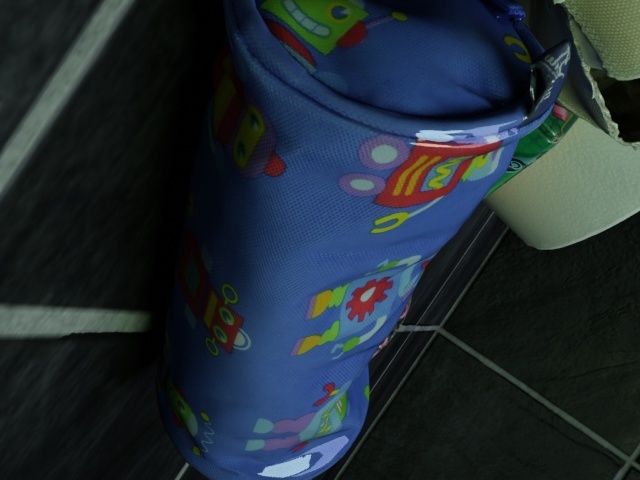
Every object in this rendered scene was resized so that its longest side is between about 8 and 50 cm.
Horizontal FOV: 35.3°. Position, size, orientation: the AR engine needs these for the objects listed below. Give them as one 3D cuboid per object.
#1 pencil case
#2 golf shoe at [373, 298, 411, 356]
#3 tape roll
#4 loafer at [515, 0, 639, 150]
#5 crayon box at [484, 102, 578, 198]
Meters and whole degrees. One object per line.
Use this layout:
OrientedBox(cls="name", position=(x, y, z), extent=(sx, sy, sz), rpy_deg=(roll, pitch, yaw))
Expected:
OrientedBox(cls="pencil case", position=(0.000, 0.000, 0.457), extent=(0.133, 0.119, 0.306), rpy_deg=(-22, 152, -29))
OrientedBox(cls="golf shoe", position=(0.006, 0.092, 0.864), extent=(0.186, 0.067, 0.086), rpy_deg=(-46, 175, 6))
OrientedBox(cls="tape roll", position=(0.255, -0.154, 0.678), extent=(0.392, 0.072, 0.392), rpy_deg=(-46, -176, 4))
OrientedBox(cls="loafer", position=(0.119, -0.117, 0.352), extent=(0.102, 0.092, 0.268), rpy_deg=(-36, 157, 0))
OrientedBox(cls="crayon box", position=(0.130, -0.129, 0.612), extent=(0.278, 0.081, 0.165), rpy_deg=(-48, -177, -31))
